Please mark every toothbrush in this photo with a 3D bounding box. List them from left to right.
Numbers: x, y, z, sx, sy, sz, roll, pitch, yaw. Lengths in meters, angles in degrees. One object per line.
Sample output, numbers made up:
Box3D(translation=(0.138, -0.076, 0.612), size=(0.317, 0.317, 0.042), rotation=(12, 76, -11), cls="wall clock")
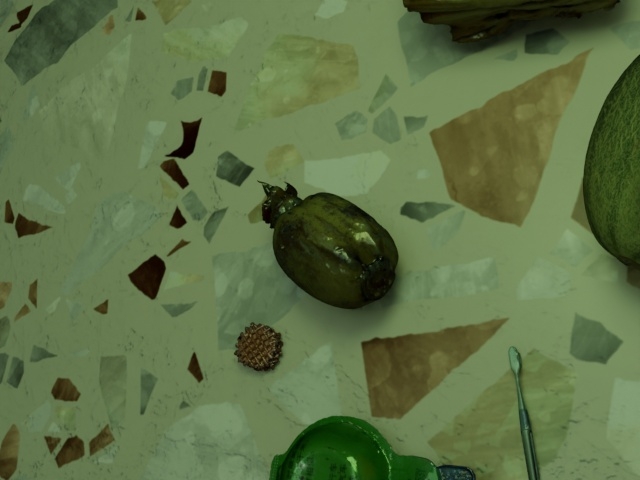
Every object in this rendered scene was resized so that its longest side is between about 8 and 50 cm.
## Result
Box3D(translation=(0.276, 0.251, 1.025), size=(0.016, 0.019, 0.219), rotation=(-14, 67, 25), cls="toothbrush")

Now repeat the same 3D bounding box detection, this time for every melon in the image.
Box3D(translation=(0.459, -0.112, 0.928), size=(0.248, 0.248, 0.329), rotation=(28, 90, 32), cls="melon")

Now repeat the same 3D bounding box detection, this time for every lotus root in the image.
Box3D(translation=(0.001, 0.001, 1.185), size=(0.278, 0.154, 0.154), rotation=(36, 91, 31), cls="lotus root")

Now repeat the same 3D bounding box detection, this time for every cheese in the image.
Box3D(translation=(0.061, 0.351, 1.062), size=(0.320, 0.083, 0.204), rotation=(-3, 69, 29), cls="cheese")

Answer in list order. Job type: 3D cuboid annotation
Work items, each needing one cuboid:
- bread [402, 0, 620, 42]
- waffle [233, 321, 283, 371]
Box3D(translation=(0.290, -0.450, 1.177), size=(0.324, 0.167, 0.277), rotation=(-4, 70, 17), cls="bread")
Box3D(translation=(-0.099, 0.174, 1.239), size=(0.083, 0.029, 0.075), rotation=(11, 81, 27), cls="waffle")
